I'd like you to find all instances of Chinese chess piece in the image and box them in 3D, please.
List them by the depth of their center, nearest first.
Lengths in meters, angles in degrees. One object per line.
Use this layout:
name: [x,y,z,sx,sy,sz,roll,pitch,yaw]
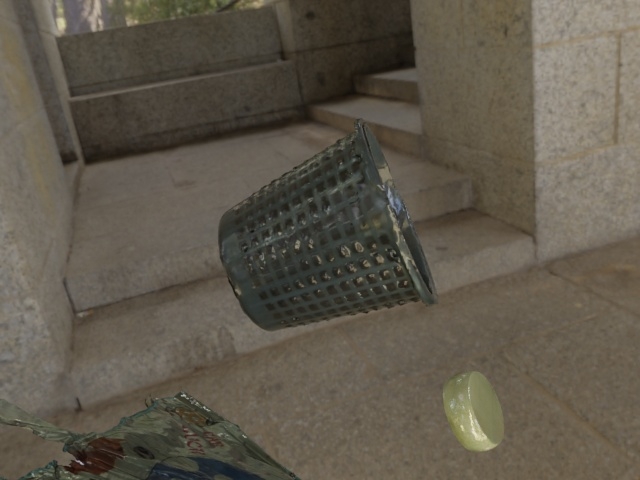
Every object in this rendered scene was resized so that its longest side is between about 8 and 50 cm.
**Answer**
Chinese chess piece: [0.163,0.181,0.617,0.034,0.084,0.084,-28,10,30]

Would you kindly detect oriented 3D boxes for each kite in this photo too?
kite: [-0.106,0.129,0.334,0.369,0.014,0.406,19,-4,5]

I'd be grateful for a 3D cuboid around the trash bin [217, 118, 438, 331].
trash bin: [0.000,0.000,0.522,0.161,0.175,0.175,-20,19,11]
